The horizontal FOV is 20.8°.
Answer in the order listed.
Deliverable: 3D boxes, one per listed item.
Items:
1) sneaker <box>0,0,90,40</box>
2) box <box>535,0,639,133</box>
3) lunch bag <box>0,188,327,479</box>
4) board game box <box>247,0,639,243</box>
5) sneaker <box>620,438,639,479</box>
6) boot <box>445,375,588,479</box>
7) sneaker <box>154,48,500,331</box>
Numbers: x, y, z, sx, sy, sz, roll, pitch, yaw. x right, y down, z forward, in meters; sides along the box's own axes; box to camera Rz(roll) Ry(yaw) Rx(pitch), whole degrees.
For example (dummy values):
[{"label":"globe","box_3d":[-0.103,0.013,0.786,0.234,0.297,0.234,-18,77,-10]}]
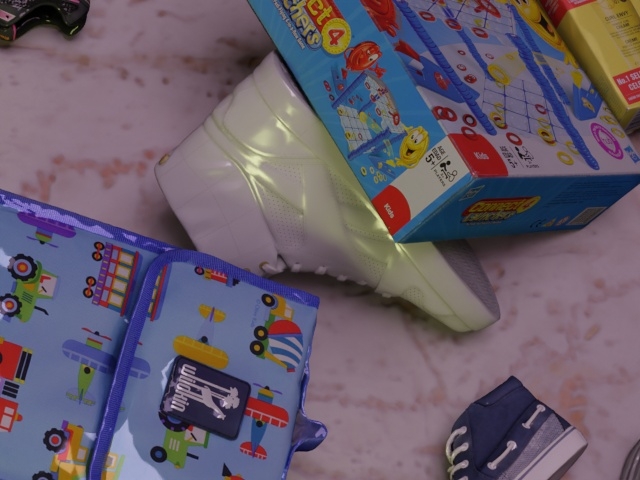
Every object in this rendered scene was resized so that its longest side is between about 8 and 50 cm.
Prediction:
[{"label":"sneaker","box_3d":[-0.276,-0.205,1.452,0.178,0.072,0.077,-3,75,-8]},{"label":"box","box_3d":[0.240,-0.207,1.543,0.087,0.058,0.232,-18,70,-21]},{"label":"lunch bag","box_3d":[-0.140,0.118,1.282,0.293,0.138,0.221,15,63,-8]},{"label":"board game box","box_3d":[0.095,-0.149,1.408,0.308,0.086,0.302,-5,59,-55]},{"label":"sneaker","box_3d":[0.277,0.254,1.342,0.094,0.090,0.235,25,62,-11]},{"label":"boot","box_3d":[0.119,0.187,1.352,0.086,0.069,0.190,42,54,17]},{"label":"sneaker","box_3d":[0.000,0.000,1.400,0.292,0.169,0.108,45,18,-20]}]
